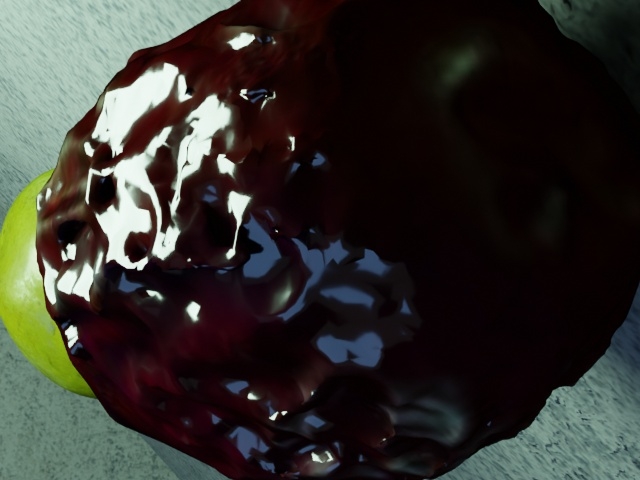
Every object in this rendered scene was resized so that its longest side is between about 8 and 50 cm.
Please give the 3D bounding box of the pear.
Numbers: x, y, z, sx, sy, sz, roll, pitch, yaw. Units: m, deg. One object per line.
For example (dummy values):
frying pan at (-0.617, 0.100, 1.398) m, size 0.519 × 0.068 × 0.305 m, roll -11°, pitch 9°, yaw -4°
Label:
pear at (-0.168, 0.031, 1.135) m, size 0.269 × 0.212 × 0.212 m, roll 25°, pitch 153°, yaw 58°

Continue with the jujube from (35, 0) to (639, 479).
jujube at (0.000, 0.000, 0.657) m, size 0.258 × 0.258 × 0.376 m, roll 47°, pitch 149°, yaw -3°
